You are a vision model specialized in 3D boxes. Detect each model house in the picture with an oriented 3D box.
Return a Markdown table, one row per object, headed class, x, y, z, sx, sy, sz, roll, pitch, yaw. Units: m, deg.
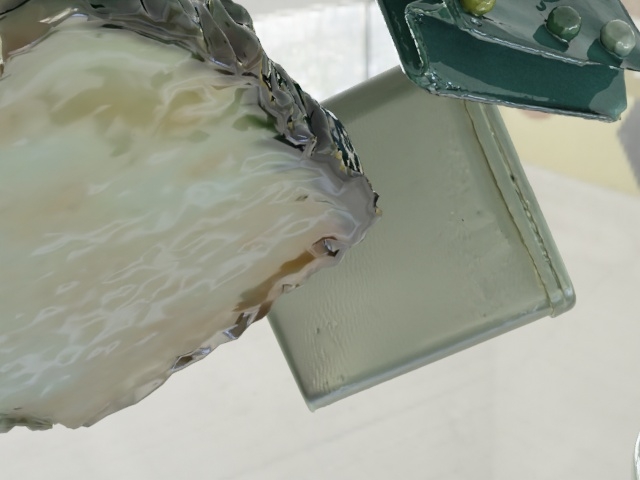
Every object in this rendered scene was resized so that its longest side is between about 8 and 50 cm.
| class | x | y | z | sx | sy | sz | roll | pitch | yaw |
| --- | --- | --- | --- | --- | --- | --- | --- | --- | --- |
| model house | -0.236 | -0.120 | 0.826 | 0.400 | 0.395 | 0.445 | 59 | -163 | 23 |

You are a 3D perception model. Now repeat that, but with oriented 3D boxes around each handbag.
| class | x | y | z | sx | sy | sz | roll | pitch | yaw |
| --- | --- | --- | --- | --- | --- | --- | --- | --- | --- |
| handbag | 0.172 | -0.248 | 1.173 | 0.268 | 0.100 | 0.274 | 7 | -130 | -28 |

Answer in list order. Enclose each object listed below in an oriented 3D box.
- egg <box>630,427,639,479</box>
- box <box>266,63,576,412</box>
| class | x | y | z | sx | sy | sz | roll | pitch | yaw |
| --- | --- | --- | --- | --- | --- | --- | --- | --- | --- |
| egg | 0.424 | 0.266 | 1.398 | 0.151 | 0.209 | 0.151 | -2 | 169 | 0 |
| box | 0.076 | -0.016 | 1.509 | 0.343 | 0.352 | 0.177 | -24 | -173 | 1 |
